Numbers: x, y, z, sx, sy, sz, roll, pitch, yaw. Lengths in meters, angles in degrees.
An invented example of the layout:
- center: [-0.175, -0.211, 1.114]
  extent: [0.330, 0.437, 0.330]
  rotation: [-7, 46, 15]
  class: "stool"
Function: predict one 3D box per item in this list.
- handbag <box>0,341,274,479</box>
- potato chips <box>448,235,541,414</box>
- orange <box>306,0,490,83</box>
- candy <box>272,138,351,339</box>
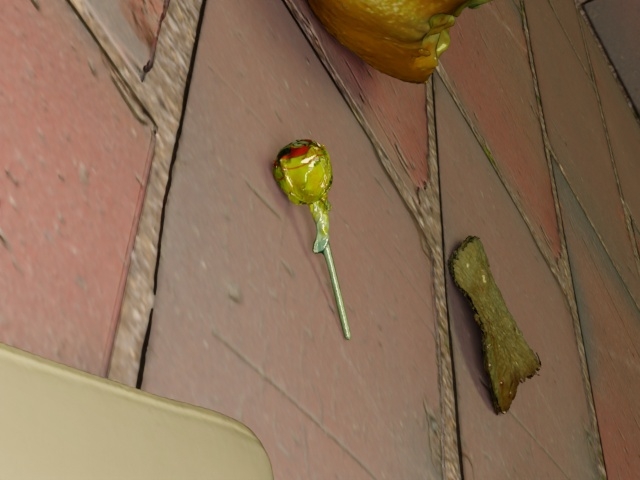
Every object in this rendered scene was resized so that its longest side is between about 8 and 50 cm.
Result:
- center: [-0.081, 0.145, 0.468]
  extent: [0.256, 0.079, 0.219]
  rotation: [32, 48, -61]
  class: "handbag"
- center: [0.139, 0.065, 1.316]
  extent: [0.142, 0.026, 0.209]
  rotation: [49, 21, -36]
  class: "potato chips"
- center: [0.073, -0.264, 1.179]
  extent: [0.334, 0.196, 0.262]
  rotation: [140, -47, -67]
  class: "orange"
- center: [0.000, 0.000, 0.985]
  extent: [0.035, 0.035, 0.123]
  rotation: [-147, -138, -87]
  class: "candy"
